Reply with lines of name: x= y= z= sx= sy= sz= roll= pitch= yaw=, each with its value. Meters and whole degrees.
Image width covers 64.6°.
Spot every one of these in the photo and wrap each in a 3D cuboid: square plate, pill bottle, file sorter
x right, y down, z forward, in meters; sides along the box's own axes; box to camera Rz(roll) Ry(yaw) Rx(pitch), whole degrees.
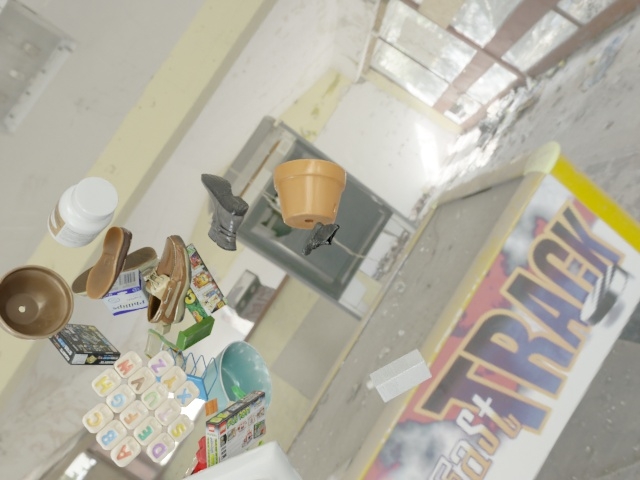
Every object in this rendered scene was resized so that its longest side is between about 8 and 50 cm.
square plate: x=-0.201 y=0.611 z=1.145 sx=0.343 sy=0.348 sz=0.049 roll=-23 pitch=41 yaw=-4
pill bottle: x=-0.609 y=-0.074 z=1.305 sx=0.229 sy=0.131 sz=0.131 roll=-26 pitch=24 yaw=47
file sorter: x=-0.436 y=0.433 z=1.656 sx=0.105 sy=0.170 sz=0.118 roll=-67 pitch=-18 yaw=-48

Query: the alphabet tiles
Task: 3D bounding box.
alphabet tiles: x=-0.477 y=0.447 z=1.373 sx=0.278 sy=0.284 sz=0.021 roll=-40 pitch=2 yaw=-37

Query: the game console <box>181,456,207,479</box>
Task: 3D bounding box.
game console: x=-0.445 y=0.838 z=1.797 sx=0.342 sy=0.060 sz=0.387 roll=-59 pitch=2 yaw=-40

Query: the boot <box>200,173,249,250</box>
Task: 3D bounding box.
boot: x=-0.428 y=-0.119 z=2.090 sx=0.118 sy=0.338 sz=0.223 roll=1 pitch=-57 yaw=-37

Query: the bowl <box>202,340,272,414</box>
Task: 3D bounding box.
bowl: x=-0.348 y=0.573 z=2.012 sx=0.163 sy=0.312 sz=0.311 roll=-28 pitch=13 yaw=24

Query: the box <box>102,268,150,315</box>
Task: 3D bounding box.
box: x=-0.629 y=0.169 z=1.639 sx=0.137 sy=0.126 sz=0.072 roll=89 pitch=165 yaw=-54

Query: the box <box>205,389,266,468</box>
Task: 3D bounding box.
box: x=-0.200 y=0.456 z=1.234 sx=0.207 sy=0.036 sz=0.114 roll=-10 pitch=-80 yaw=-65

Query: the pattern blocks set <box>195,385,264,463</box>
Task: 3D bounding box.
pattern blocks set: x=-0.269 y=0.622 z=1.640 sx=0.026 sy=0.285 sz=0.325 roll=-35 pitch=25 yaw=21

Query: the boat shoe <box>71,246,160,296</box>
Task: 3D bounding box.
boat shoe: x=-0.710 y=0.127 z=1.779 sx=0.302 sy=0.109 sz=0.098 roll=-26 pitch=-38 yaw=-17

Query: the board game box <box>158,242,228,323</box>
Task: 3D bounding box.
board game box: x=-0.454 y=0.154 z=1.821 sx=0.136 sy=0.260 sz=0.030 roll=-33 pitch=13 yaw=-18

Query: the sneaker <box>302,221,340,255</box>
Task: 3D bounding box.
sneaker: x=0.001 y=0.000 z=1.878 sx=0.051 sy=0.089 sz=0.170 roll=-3 pitch=-57 yaw=-61

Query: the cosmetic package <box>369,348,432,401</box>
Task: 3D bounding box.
cosmetic package: x=0.336 y=0.565 z=2.118 sx=0.230 sy=0.117 sz=0.085 roll=-29 pitch=34 yaw=-1

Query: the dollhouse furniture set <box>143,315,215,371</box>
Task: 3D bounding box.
dollhouse furniture set: x=-0.576 y=0.391 z=2.051 sx=0.151 sy=0.197 sz=0.302 roll=-31 pitch=-28 yaw=-49

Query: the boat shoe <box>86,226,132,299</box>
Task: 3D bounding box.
boat shoe: x=-0.570 y=0.064 z=1.389 sx=0.073 sy=0.073 sz=0.207 roll=41 pitch=-109 yaw=-79

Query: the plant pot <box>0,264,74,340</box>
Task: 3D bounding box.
plant pot: x=-0.919 y=0.205 z=1.594 sx=0.109 sy=0.237 sz=0.237 roll=-25 pitch=20 yaw=34

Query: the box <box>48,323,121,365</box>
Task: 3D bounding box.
box: x=-0.834 y=0.361 z=1.776 sx=0.175 sy=0.220 sz=0.051 roll=20 pitch=-85 yaw=-53

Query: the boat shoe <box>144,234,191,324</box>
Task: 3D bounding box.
boat shoe: x=-0.488 y=0.140 z=1.601 sx=0.119 sy=0.122 sz=0.324 roll=-8 pitch=-57 yaw=-36

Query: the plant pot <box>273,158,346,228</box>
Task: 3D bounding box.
plant pot: x=-0.044 y=-0.168 z=1.984 sx=0.291 sy=0.290 sz=0.204 roll=123 pitch=149 yaw=-71
